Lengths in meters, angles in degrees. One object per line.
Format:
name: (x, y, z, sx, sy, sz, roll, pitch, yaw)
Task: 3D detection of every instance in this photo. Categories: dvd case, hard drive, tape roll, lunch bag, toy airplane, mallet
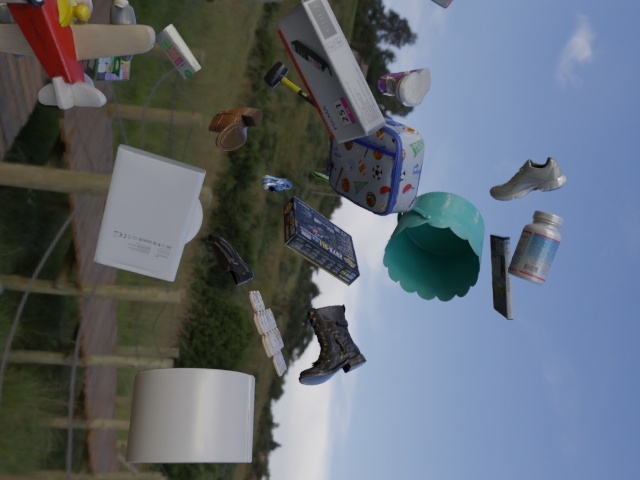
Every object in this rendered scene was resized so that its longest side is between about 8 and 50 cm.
dvd case: (0.570, 0.109, 1.765, 0.180, 0.022, 0.252, -44, 130, -84)
hard drive: (-0.481, -0.068, 1.565, 0.047, 0.233, 0.353, -100, -151, -63)
tape roll: (-0.257, 0.359, 1.129, 0.246, 0.246, 0.169, 115, -24, -65)
lunch bag: (0.129, -0.212, 1.445, 0.303, 0.115, 0.243, 35, -51, 47)
toy airplane: (-0.652, -0.530, 1.422, 0.384, 0.386, 0.272, -34, -148, 42)
mallet: (-0.064, -0.366, 1.386, 0.062, 0.189, 0.039, -43, 164, -3)

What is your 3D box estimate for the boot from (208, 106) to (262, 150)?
boot: (-0.280, -0.327, 1.648, 0.197, 0.152, 0.073, -49, 135, -38)

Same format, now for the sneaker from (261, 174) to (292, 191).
sneaker: (-0.172, -0.213, 2.184, 0.053, 0.144, 0.059, -21, -110, 45)

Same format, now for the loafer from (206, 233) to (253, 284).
loafer: (-0.318, 0.069, 1.914, 0.078, 0.220, 0.080, -46, -159, -18)

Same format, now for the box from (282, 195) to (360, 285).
box: (0.000, 0.000, 2.143, 0.079, 0.322, 0.257, -43, -150, 25)

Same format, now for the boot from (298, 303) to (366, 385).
boot: (0.006, 0.322, 1.777, 0.229, 0.263, 0.091, 63, -37, 22)

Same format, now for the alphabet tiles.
alphabet tiles: (-0.164, 0.291, 1.794, 0.284, 0.021, 0.277, 55, 13, -84)

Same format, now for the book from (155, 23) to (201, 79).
book: (-0.425, -0.556, 1.663, 0.035, 0.144, 0.096, -47, -157, -27)

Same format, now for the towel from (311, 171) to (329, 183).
towel: (0.050, -0.185, 1.829, 0.152, 0.113, 0.023, 8, 109, -56)

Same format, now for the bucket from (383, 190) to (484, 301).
bucket: (0.322, 0.011, 1.558, 0.183, 0.281, 0.281, -62, 171, -45)

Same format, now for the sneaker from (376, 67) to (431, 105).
sneaker: (0.245, -0.480, 1.773, 0.282, 0.161, 0.102, -44, 132, -59)

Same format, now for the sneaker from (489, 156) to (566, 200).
sneaker: (0.723, -0.226, 1.989, 0.121, 0.263, 0.099, 63, 34, -18)

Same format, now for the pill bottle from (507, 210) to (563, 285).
pill bottle: (0.498, 0.017, 1.287, 0.087, 0.087, 0.160, -143, -107, -81)

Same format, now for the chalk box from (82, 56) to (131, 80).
chalk box: (-0.710, -0.607, 1.838, 0.132, 0.213, 0.132, -23, 140, -51)

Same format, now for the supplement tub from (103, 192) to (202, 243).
supplement tub: (-0.569, -0.097, 1.901, 0.331, 0.241, 0.241, 10, -87, 50)

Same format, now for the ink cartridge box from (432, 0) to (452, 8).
ink cartridge box: (0.472, -0.959, 1.865, 0.283, 0.117, 0.207, -61, -175, -10)

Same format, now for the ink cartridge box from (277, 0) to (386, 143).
ink cartridge box: (-0.003, -0.333, 1.153, 0.275, 0.060, 0.239, 61, -22, -14)
